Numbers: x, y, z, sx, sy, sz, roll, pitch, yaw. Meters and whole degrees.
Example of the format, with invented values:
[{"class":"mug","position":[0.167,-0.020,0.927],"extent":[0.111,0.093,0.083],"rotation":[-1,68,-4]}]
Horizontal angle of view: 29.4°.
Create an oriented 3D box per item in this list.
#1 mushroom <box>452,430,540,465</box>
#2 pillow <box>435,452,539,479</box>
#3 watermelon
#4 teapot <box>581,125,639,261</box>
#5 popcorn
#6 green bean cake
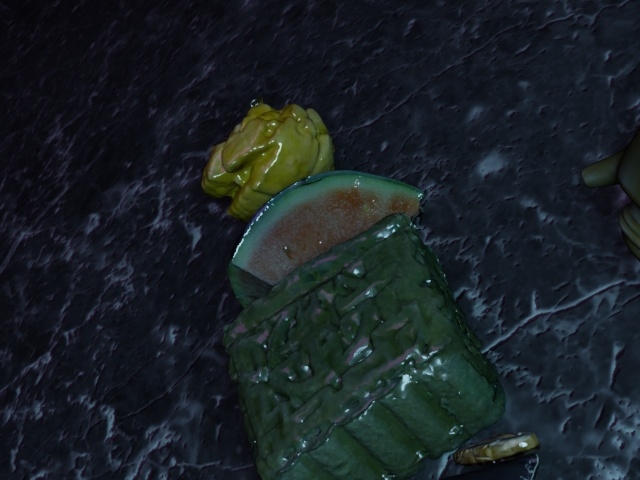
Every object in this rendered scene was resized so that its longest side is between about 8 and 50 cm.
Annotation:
[{"class":"mushroom","position":[0.153,0.186,1.088],"extent":[0.049,0.019,0.101],"rotation":[-17,-3,-41]},{"class":"pillow","position":[0.113,0.272,1.020],"extent":[0.141,0.055,0.208],"rotation":[-23,27,31]},{"class":"watermelon","position":[-0.017,-0.015,1.348],"extent":[0.231,0.146,0.128],"rotation":[-48,38,-3]},{"class":"teapot","position":[0.346,-0.015,1.030],"extent":[0.267,0.185,0.175],"rotation":[36,116,25]},{"class":"popcorn","position":[-0.064,-0.091,1.467],"extent":[0.167,0.148,0.152],"rotation":[-28,63,-4]},{"class":"green bean cake","position":[0.032,0.116,1.202],"extent":[0.241,0.132,0.255],"rotation":[-36,38,14]}]
